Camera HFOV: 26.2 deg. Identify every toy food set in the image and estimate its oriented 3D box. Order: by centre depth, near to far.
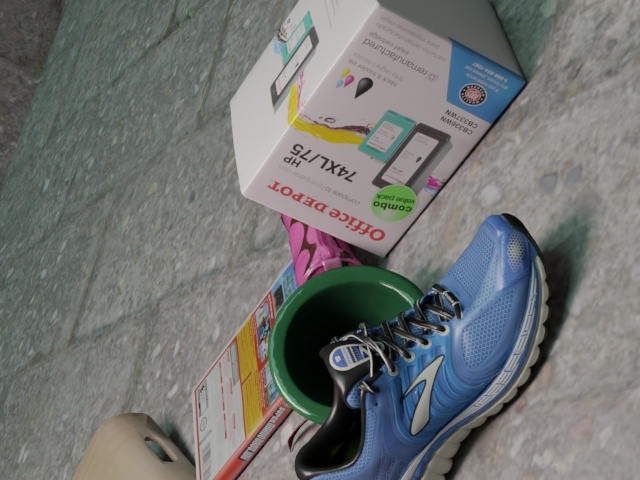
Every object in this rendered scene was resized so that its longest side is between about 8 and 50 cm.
[{"bbox_3d":[-0.268,0.404,1.815,0.220,0.092,0.306,35,101,54],"label":"toy food set"}]

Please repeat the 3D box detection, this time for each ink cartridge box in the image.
[{"bbox_3d":[0.053,-0.163,1.531,0.270,0.198,0.197,-53,27,28],"label":"ink cartridge box"}]

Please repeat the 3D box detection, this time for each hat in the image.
[{"bbox_3d":[0.046,0.135,1.478,0.208,0.183,0.173,3,71,20],"label":"hat"}]

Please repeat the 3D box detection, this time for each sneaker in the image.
[{"bbox_3d":[0.087,0.117,1.258,0.330,0.147,0.130,-60,24,11],"label":"sneaker"}]

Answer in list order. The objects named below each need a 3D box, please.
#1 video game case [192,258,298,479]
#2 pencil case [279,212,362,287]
[{"bbox_3d":[-0.075,0.164,1.698,0.285,0.025,0.204,-53,26,27],"label":"video game case"},{"bbox_3d":[0.000,0.000,1.604,0.209,0.095,0.098,-108,22,-53],"label":"pencil case"}]
